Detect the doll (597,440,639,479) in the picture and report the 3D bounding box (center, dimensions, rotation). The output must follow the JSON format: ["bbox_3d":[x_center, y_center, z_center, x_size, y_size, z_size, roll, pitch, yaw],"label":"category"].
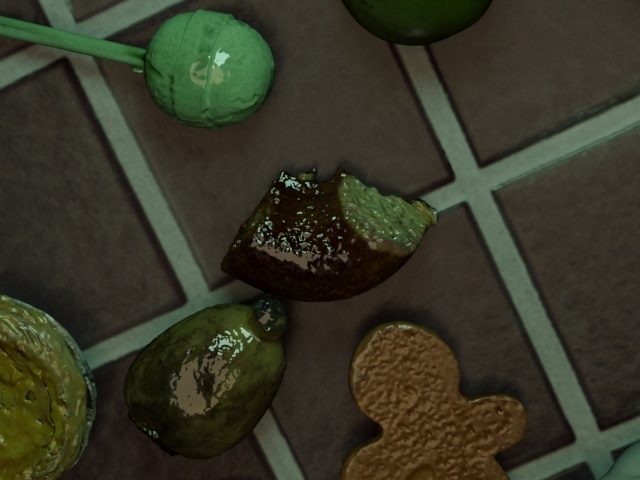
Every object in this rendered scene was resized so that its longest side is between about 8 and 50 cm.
[{"bbox_3d":[0.316,0.274,1.519,0.180,0.107,0.110,-32,136,-14],"label":"doll"}]

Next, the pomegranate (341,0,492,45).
[{"bbox_3d":[0.111,-0.267,1.412,0.210,0.179,0.179,12,102,-11],"label":"pomegranate"}]

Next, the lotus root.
[{"bbox_3d":[-0.106,0.136,1.519,0.214,0.138,0.138,-40,96,19],"label":"lotus root"}]

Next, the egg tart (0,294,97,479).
[{"bbox_3d":[-0.347,0.161,1.560,0.234,0.094,0.234,1,104,3],"label":"egg tart"}]

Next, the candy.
[{"bbox_3d":[-0.260,-0.199,1.493,0.439,0.119,0.119,12,102,9],"label":"candy"}]

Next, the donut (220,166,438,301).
[{"bbox_3d":[0.008,0.007,1.497,0.186,0.126,0.144,24,109,-1],"label":"donut"}]

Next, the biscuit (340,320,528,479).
[{"bbox_3d":[0.126,0.230,1.563,0.205,0.049,0.324,-27,102,4],"label":"biscuit"}]
